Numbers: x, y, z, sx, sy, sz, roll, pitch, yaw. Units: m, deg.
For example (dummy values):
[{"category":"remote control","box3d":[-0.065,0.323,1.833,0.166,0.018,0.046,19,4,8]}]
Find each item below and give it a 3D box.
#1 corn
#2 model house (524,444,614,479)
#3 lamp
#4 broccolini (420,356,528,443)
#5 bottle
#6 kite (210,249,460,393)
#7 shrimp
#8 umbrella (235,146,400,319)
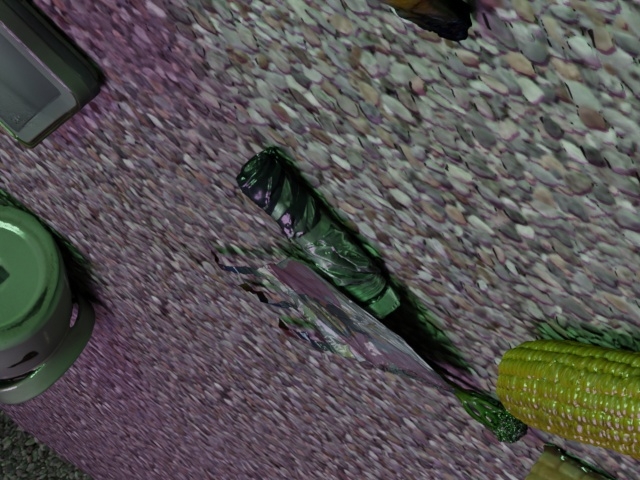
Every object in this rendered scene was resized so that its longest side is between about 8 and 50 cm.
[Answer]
[{"category":"corn","box3d":[0.212,0.117,1.198,0.080,0.080,0.238,49,159,-22]},{"category":"model house","box3d":[0.239,0.321,1.462,0.183,0.172,0.166,26,155,37]},{"category":"lamp","box3d":[-0.348,-0.213,1.606,0.269,0.047,0.266,45,162,-12]},{"category":"broccolini","box3d":[0.134,0.141,1.498,0.140,0.030,0.035,34,153,33]},{"category":"bottle","box3d":[-0.439,0.111,2.270,0.229,0.229,0.351,37,162,11]},{"category":"kite","box3d":[-0.006,0.073,1.571,0.204,0.022,0.360,41,168,-19]},{"category":"shrimp","box3d":[-0.007,-0.165,1.003,0.198,0.051,0.262,23,-177,-10]},{"category":"umbrella","box3d":[0.000,0.000,1.397,0.188,0.046,0.050,48,-177,-22]}]
